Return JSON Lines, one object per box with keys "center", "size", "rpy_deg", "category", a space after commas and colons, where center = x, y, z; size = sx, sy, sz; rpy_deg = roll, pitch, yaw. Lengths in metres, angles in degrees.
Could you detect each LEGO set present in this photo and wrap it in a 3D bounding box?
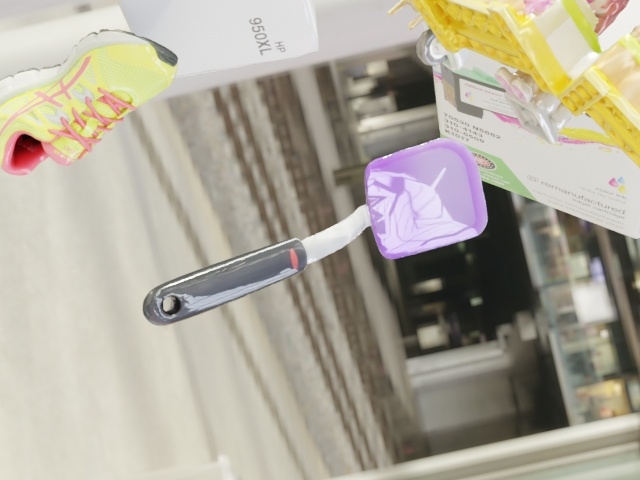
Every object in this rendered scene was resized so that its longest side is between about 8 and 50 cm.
{"center": [0.144, -0.079, 0.609], "size": [0.287, 0.107, 0.132], "rpy_deg": [42, -7, 36], "category": "LEGO set"}

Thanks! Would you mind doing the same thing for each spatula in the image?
{"center": [0.000, 0.000, 1.057], "size": [0.030, 0.296, 0.084], "rpy_deg": [10, -63, 53], "category": "spatula"}

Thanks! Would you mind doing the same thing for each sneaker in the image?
{"center": [-0.203, -0.110, 1.261], "size": [0.081, 0.208, 0.094], "rpy_deg": [29, 51, -43], "category": "sneaker"}

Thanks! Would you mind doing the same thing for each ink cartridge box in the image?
{"center": [-0.116, -0.389, 1.324], "size": [0.285, 0.166, 0.395], "rpy_deg": [69, 13, -54], "category": "ink cartridge box"}
{"center": [0.207, -0.142, 1.246], "size": [0.117, 0.201, 0.278], "rpy_deg": [-60, 160, -20], "category": "ink cartridge box"}
